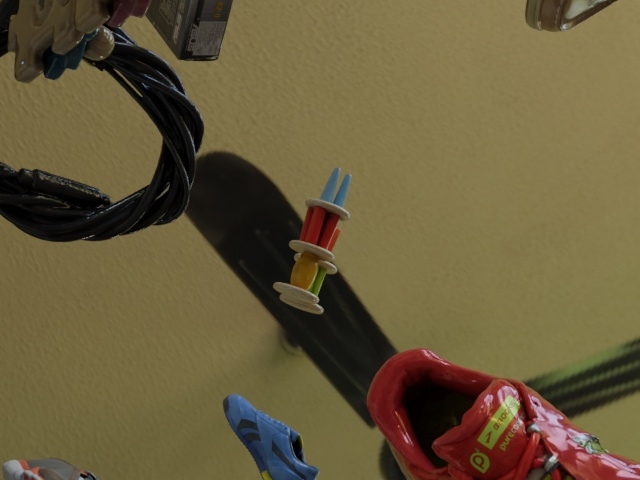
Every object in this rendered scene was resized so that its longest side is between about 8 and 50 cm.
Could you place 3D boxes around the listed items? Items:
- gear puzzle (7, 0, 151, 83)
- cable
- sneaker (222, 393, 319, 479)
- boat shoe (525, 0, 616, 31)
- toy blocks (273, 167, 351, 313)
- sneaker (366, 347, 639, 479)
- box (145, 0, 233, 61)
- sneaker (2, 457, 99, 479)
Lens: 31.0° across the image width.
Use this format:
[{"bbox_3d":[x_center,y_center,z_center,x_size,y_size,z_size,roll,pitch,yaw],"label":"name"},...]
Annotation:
[{"bbox_3d":[-0.124,-0.264,0.696,0.044,0.175,0.338,13,-113,-36],"label":"gear puzzle"},{"bbox_3d":[-0.164,-0.074,0.754,0.184,0.047,0.150,46,-113,-10],"label":"cable"},{"bbox_3d":[-0.070,0.292,1.704,0.082,0.209,0.069,-44,-40,5],"label":"sneaker"},{"bbox_3d":[0.353,-0.320,1.190,0.341,0.110,0.121,-41,-24,-12],"label":"boat shoe"},{"bbox_3d":[0.000,0.000,1.293,0.123,0.054,0.148,73,-144,-77],"label":"toy blocks"},{"bbox_3d":[0.107,0.129,0.560,0.107,0.279,0.118,-47,-60,-13],"label":"sneaker"},{"bbox_3d":[-0.153,-0.353,1.339,0.056,0.183,0.231,-5,-49,-31],"label":"box"},{"bbox_3d":[-0.193,0.191,0.876,0.065,0.158,0.061,-11,-78,-29],"label":"sneaker"}]
